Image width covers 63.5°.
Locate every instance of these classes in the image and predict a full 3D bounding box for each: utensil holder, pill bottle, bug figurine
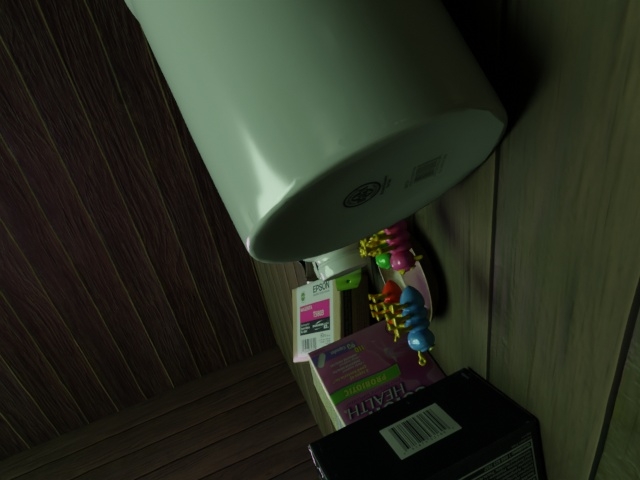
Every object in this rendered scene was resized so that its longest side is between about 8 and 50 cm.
[{"bbox_3d":[-0.021,-0.210,0.596,0.328,0.327,0.386,109,137,-69],"label":"utensil holder"},{"bbox_3d":[-0.003,-0.061,0.969,0.146,0.146,0.264,120,129,-73],"label":"pill bottle"},{"bbox_3d":[0.116,0.064,0.793,0.279,0.072,0.216,123,134,-88],"label":"bug figurine"}]

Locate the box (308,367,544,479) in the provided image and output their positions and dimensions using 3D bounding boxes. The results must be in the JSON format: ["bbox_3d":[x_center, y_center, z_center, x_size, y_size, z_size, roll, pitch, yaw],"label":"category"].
[{"bbox_3d":[0.173,0.408,0.789,0.182,0.296,0.294,-148,40,-68],"label":"box"}]

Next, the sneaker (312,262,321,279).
[{"bbox_3d":[0.000,0.000,1.366,0.235,0.090,0.095,54,148,37],"label":"sneaker"}]

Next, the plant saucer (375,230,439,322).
[{"bbox_3d":[0.154,0.055,0.906,0.198,0.036,0.199,160,90,-76],"label":"plant saucer"}]

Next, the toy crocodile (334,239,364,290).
[{"bbox_3d":[0.007,-0.045,1.164,0.105,0.115,0.341,92,154,-58],"label":"toy crocodile"}]

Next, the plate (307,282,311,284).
[{"bbox_3d":[0.022,0.209,1.631,0.277,0.045,0.278,-147,39,-69],"label":"plate"}]

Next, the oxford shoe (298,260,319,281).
[{"bbox_3d":[-0.054,-0.007,1.492,0.097,0.098,0.271,96,150,-62],"label":"oxford shoe"}]

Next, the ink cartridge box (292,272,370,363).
[{"bbox_3d":[0.020,0.192,1.241,0.234,0.088,0.193,-28,60,56],"label":"ink cartridge box"}]

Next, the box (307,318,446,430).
[{"bbox_3d":[0.122,0.298,1.006,0.117,0.213,0.243,82,162,-44],"label":"box"}]
